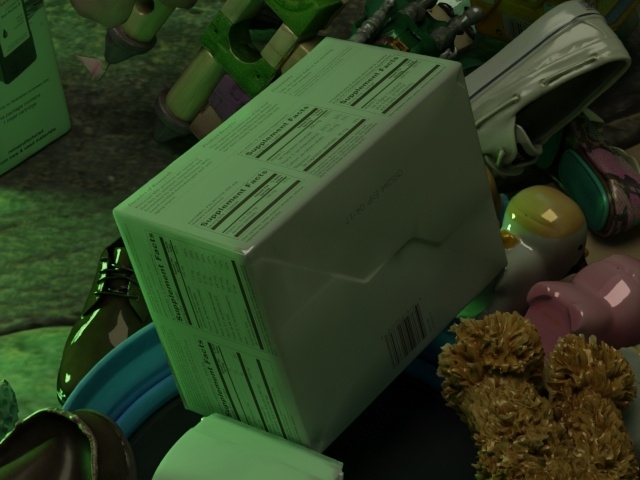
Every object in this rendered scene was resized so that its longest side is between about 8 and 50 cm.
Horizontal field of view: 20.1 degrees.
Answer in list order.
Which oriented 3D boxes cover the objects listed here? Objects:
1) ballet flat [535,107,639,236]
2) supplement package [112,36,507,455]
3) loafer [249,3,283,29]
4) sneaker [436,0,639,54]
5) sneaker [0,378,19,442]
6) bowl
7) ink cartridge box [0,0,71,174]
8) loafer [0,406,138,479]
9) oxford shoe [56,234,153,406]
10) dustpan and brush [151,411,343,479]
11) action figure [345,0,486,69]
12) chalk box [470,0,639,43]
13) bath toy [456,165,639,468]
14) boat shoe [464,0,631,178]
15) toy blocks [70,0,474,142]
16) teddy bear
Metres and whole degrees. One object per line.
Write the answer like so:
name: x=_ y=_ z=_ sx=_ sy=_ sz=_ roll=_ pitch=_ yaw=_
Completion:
ballet flat: x=0.249 y=-0.085 z=1.716 sx=0.079 sy=0.077 sz=0.221 roll=-6 pitch=43 yaw=-28
supplement package: x=0.000 y=0.000 z=1.416 sx=0.145 sy=0.204 sz=0.262 roll=17 pitch=46 yaw=39
loafer: x=-0.059 y=-0.284 z=1.990 sx=0.061 sy=0.062 sz=0.170 roll=13 pitch=44 yaw=-11
sneaker: x=0.190 y=-0.220 z=1.867 sx=0.256 sy=0.094 sz=0.151 roll=19 pitch=67 yaw=11
sneaker: x=-0.364 y=0.204 z=1.442 sx=0.146 sy=0.102 sz=0.293 roll=16 pitch=46 yaw=24
bowl: x=-0.021 y=0.190 z=1.431 sx=0.391 sy=0.077 sz=0.391 roll=-4 pitch=42 yaw=4
ink cartridge box: x=-0.379 y=-0.234 z=1.792 sx=0.211 sy=0.289 sz=0.121 roll=30 pitch=53 yaw=34
loafer: x=-0.270 y=0.258 z=1.278 sx=0.134 sy=0.130 sz=0.366 roll=22 pitch=66 yaw=38
oxford shoe: x=-0.180 y=0.055 z=1.590 sx=0.083 sy=0.096 sz=0.227 roll=7 pitch=45 yaw=12
dustpan and brush: x=-0.095 y=0.223 z=1.315 sx=0.147 sy=0.060 sz=0.211 roll=17 pitch=40 yaw=37
action figure: x=0.073 y=-0.173 z=1.631 sx=0.137 sy=0.063 sz=0.232 roll=40 pitch=37 yaw=2
chalk box: x=0.253 y=-0.296 z=1.760 sx=0.132 sy=0.132 sz=0.213 roll=25 pitch=61 yaw=31
bath toy: x=0.217 y=0.063 z=1.515 sx=0.348 sy=0.129 sz=0.151 roll=42 pitch=104 yaw=42
boat shoe: x=0.170 y=-0.103 z=1.666 sx=0.267 sy=0.096 sz=0.088 roll=-39 pitch=57 yaw=6
toy blocks: x=-0.076 y=-0.171 z=1.766 sx=0.288 sy=0.260 sz=0.309 roll=47 pitch=36 yaw=10
teddy bear: x=0.169 y=0.205 z=1.274 sx=0.113 sy=0.245 sz=0.338 roll=-29 pitch=34 yaw=45
